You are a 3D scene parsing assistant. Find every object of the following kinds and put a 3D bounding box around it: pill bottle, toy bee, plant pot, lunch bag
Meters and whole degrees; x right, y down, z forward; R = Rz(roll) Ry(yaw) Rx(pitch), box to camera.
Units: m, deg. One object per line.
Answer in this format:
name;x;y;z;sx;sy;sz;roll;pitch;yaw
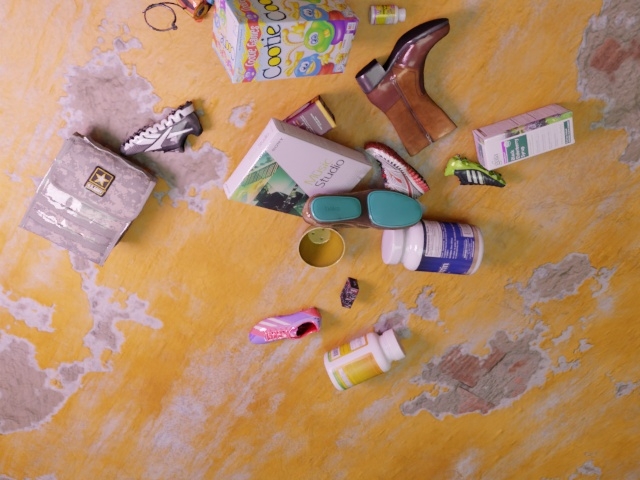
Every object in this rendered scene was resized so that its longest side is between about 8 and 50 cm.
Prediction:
pill bottle;0.161;-0.544;1.242;0.084;0.043;0.043;-3;118;-4
toy bee;-0.270;-0.571;1.152;0.299;0.162;0.195;-28;95;-9
pill bottle;0.321;0.017;1.496;0.265;0.153;0.153;5;118;-6
pill bottle;0.148;0.384;1.689;0.246;0.136;0.136;-27;117;10
plant pot;0.000;0.000;1.493;0.135;0.095;0.134;-2;119;-3
lunch bag;-0.595;-0.112;1.343;0.235;0.168;0.287;31;113;-21

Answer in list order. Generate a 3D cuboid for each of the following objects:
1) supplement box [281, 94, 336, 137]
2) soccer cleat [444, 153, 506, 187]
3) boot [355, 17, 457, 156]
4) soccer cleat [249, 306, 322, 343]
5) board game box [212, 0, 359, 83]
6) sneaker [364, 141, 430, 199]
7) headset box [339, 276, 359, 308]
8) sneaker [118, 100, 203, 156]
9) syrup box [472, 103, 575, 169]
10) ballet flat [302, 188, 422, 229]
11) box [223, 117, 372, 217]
supplement box;-0.058;-0.283;1.328;0.188;0.104;0.080;-33;110;13
soccer cleat;0.436;-0.182;1.456;0.179;0.060;0.072;21;124;-8
boot;0.270;-0.381;1.310;0.264;0.096;0.280;-37;116;14
soccer cleat;-0.114;0.285;1.638;0.248;0.095;0.083;-18;118;5
board game box;-0.080;-0.458;1.134;0.276;0.144;0.142;-14;148;-25
sneaker;0.200;-0.183;1.416;0.225;0.088;0.093;39;110;-22
headset box;0.092;0.160;1.606;0.032;0.062;0.083;17;115;-14
sneaker;-0.406;-0.259;1.331;0.235;0.078;0.106;-28;114;8
syrup box;0.543;-0.279;1.386;0.237;0.096;0.093;-18;118;4
ballet flat;0.105;-0.075;1.406;0.343;0.124;0.116;-4;84;-21
box;-0.053;-0.166;1.324;0.322;0.058;0.232;13;131;-40
